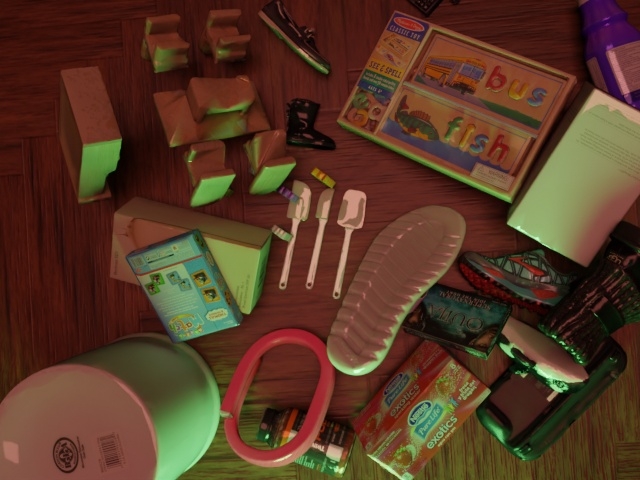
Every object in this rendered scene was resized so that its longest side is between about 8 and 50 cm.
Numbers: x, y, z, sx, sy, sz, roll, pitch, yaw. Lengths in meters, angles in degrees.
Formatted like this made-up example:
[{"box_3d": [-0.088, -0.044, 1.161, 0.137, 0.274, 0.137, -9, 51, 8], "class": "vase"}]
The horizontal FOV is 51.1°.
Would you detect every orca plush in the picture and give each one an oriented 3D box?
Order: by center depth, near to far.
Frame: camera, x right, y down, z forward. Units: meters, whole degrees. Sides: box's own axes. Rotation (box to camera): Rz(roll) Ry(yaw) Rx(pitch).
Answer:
[{"box_3d": [0.391, 0.230, 1.351, 0.287, 0.151, 0.102, 28, 120, 21], "class": "orca plush"}]

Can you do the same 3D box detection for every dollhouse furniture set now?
[{"box_3d": [-0.311, -0.232, 1.370, 0.395, 0.256, 0.361, -15, 77, -27], "class": "dollhouse furniture set"}]

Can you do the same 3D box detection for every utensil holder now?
[{"box_3d": [-0.398, 0.360, 1.294, 0.328, 0.385, 0.327, 0, 88, 6], "class": "utensil holder"}]

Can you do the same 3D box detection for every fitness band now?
[{"box_3d": [-0.085, 0.316, 1.375, 0.209, 0.054, 0.290, 9, 58, 21], "class": "fitness band"}]

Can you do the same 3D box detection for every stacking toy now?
[{"box_3d": [-0.102, -0.124, 1.449, 0.221, 0.052, 0.167, 37, 92, 13], "class": "stacking toy"}]

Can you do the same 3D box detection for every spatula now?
[{"box_3d": [0.000, 0.000, 1.453, 0.168, 0.019, 0.241, 11, 89, 4], "class": "spatula"}]

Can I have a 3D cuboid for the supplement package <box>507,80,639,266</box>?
[{"box_3d": [0.512, -0.131, 1.292, 0.178, 0.175, 0.292, 30, 112, 5], "class": "supplement package"}]

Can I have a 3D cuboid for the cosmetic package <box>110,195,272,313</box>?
[{"box_3d": [-0.270, 0.029, 1.405, 0.310, 0.113, 0.160, 13, 114, 5], "class": "cosmetic package"}]

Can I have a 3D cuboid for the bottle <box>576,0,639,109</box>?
[{"box_3d": [0.604, -0.378, 1.371, 0.118, 0.092, 0.282, -19, 87, -16], "class": "bottle"}]

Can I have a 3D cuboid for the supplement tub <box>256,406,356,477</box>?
[{"box_3d": [-0.031, 0.415, 1.401, 0.198, 0.106, 0.105, 18, 90, 5], "class": "supplement tub"}]

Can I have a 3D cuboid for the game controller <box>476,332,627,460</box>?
[{"box_3d": [0.478, 0.301, 1.392, 0.319, 0.067, 0.166, -46, 71, 2], "class": "game controller"}]

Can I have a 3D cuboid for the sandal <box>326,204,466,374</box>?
[{"box_3d": [0.151, 0.097, 1.396, 0.169, 0.102, 0.416, 31, 74, 28], "class": "sandal"}]

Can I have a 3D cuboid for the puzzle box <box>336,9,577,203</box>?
[{"box_3d": [0.268, -0.281, 1.365, 0.409, 0.052, 0.272, 28, 90, 22], "class": "puzzle box"}]

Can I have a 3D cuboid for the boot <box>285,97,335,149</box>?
[{"box_3d": [-0.020, -0.252, 1.452, 0.121, 0.045, 0.099, 10, 83, 3], "class": "boot"}]

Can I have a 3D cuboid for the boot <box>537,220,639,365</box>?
[{"box_3d": [0.574, 0.134, 1.282, 0.348, 0.131, 0.260, 30, 96, -38], "class": "boot"}]

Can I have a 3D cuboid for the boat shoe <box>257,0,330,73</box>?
[{"box_3d": [-0.045, -0.444, 1.442, 0.206, 0.075, 0.065, 44, 95, 9], "class": "boat shoe"}]

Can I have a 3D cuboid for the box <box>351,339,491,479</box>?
[{"box_3d": [0.198, 0.339, 1.356, 0.123, 0.128, 0.257, 40, 93, -19], "class": "box"}]

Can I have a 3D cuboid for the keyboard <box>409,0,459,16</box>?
[{"box_3d": [0.274, -0.567, 1.444, 0.108, 0.023, 0.180, 43, 93, 4], "class": "keyboard"}]

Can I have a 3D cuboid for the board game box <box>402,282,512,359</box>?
[{"box_3d": [0.275, 0.158, 1.350, 0.186, 0.026, 0.126, 14, 56, 35], "class": "board game box"}]

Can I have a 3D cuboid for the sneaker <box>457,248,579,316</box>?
[{"box_3d": [0.415, 0.070, 1.392, 0.262, 0.104, 0.125, 24, 72, 2], "class": "sneaker"}]

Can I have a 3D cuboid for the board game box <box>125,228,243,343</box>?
[{"box_3d": [-0.273, 0.096, 1.350, 0.160, 0.039, 0.211, -17, 109, 18], "class": "board game box"}]
